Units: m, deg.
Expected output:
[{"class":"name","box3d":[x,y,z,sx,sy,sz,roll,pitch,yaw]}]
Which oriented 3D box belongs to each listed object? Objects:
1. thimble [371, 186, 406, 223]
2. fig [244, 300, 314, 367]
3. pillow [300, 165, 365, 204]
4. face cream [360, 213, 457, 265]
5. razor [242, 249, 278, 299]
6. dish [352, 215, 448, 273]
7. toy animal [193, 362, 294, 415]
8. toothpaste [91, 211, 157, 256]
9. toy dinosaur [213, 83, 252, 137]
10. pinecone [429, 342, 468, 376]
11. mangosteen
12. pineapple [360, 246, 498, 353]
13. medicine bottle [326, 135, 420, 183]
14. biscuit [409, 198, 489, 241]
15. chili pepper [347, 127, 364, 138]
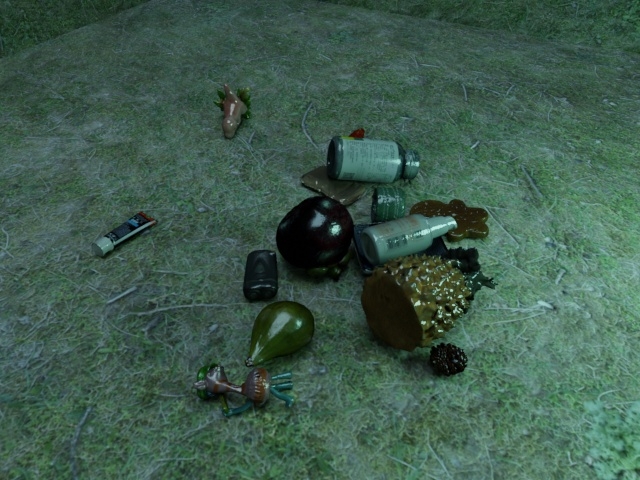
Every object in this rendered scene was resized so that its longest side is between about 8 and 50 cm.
[{"class":"thimble","box3d":[0.200,-0.099,1.327,0.090,0.118,0.135,4,6,-1]},{"class":"fig","box3d":[-0.095,0.201,0.985,0.133,0.126,0.185,22,12,19]},{"class":"pillow","box3d":[0.042,-0.187,1.483,0.211,0.034,0.135,35,48,29]},{"class":"face cream","box3d":[0.234,-0.016,1.144,0.252,0.101,0.101,-17,47,-16]},{"class":"razor","box3d":[-0.157,0.090,1.178,0.090,0.054,0.148,-2,43,-3]},{"class":"dish","box3d":[0.213,0.030,1.225,0.243,0.080,0.182,-7,44,-5]},{"class":"toy animal","box3d":[-0.159,0.316,0.935,0.208,0.100,0.103,2,83,-2]},{"class":"toothpaste","box3d":[-0.573,-0.023,1.304,0.071,0.045,0.193,27,43,14]},{"class":"toy dinosaur","box3d":[-0.360,-0.512,1.734,0.152,0.194,0.177,11,23,-1]},{"class":"pinecone","box3d":[0.286,0.263,0.990,0.083,0.077,0.077,-9,44,-25]},{"class":"mangosteen","box3d":[-0.002,-0.011,1.193,0.216,0.216,0.216,0,44,0]},{"class":"pineapple","box3d":[0.283,0.112,1.054,0.357,0.223,0.223,-17,46,-32]},{"class":"medicine bottle","box3d":[0.176,-0.262,1.468,0.293,0.141,0.141,3,43,-12]},{"class":"biscuit","box3d":[0.391,-0.065,1.355,0.236,0.039,0.180,11,47,12]},{"class":"chili pepper","box3d":[0.125,-0.357,1.635,0.071,0.063,0.272,6,32,9]}]
